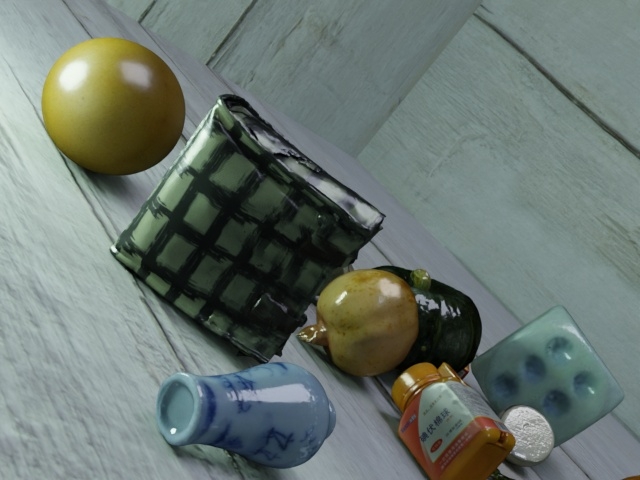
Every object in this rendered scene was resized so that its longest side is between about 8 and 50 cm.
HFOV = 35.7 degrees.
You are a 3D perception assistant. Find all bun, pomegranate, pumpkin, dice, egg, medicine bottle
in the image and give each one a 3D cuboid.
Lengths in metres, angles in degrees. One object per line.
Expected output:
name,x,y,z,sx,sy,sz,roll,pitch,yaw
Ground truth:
bun,0.434,0.433,2.171,0.138,0.138,0.094,42,-31,12
pomegranate,0.087,0.152,1.885,0.207,0.207,0.207,37,12,-9
pumpkin,0.199,0.165,2.111,0.300,0.207,0.300,21,9,-3
dice,0.530,0.325,2.330,0.264,0.268,0.262,57,9,9
egg,-0.377,-0.243,1.847,0.250,0.250,0.322,42,3,12
medicine bottle,0.223,0.327,1.779,0.112,0.149,0.222,28,16,-43

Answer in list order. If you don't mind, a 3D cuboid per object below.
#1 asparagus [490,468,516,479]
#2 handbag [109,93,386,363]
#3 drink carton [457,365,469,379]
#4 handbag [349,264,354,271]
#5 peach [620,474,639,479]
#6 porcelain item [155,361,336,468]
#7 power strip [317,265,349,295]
asparagus,0.385,0.484,1.990,0.236,0.027,0.034,31,34,-32
handbag,-0.117,-0.011,1.576,0.327,0.325,0.162,39,15,6
drink carton,0.244,0.252,2.338,0.223,0.071,0.096,38,12,0
handbag,-0.021,0.009,2.327,0.270,0.117,0.182,49,1,39
peach,0.673,0.590,1.965,0.281,0.238,0.281,28,-6,3
porcelain item,-0.086,0.223,1.281,0.259,0.141,0.141,15,26,-47
power strip,0.000,0.000,2.143,0.070,0.105,0.256,-52,134,-75
